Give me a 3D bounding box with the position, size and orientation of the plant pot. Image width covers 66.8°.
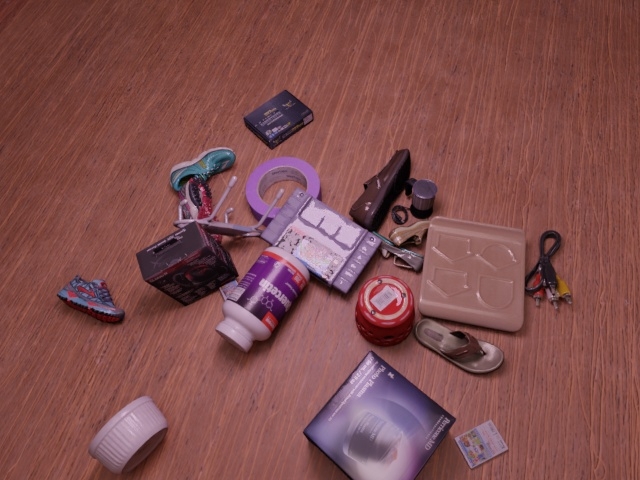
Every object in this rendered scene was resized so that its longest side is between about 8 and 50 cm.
[{"bbox_3d":[0.203,0.216,1.507,0.191,0.174,0.191,-1,63,3],"label":"plant pot"}]

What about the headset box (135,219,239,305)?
[{"bbox_3d":[-0.425,0.074,1.554,0.218,0.293,0.110,-30,62,1],"label":"headset box"}]

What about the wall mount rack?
[{"bbox_3d":[-0.298,-0.098,1.609,0.304,0.350,0.131,-11,78,39],"label":"wall mount rack"}]

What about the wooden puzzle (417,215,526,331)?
[{"bbox_3d":[0.498,0.108,1.595,0.322,0.080,0.348,10,67,9],"label":"wooden puzzle"}]

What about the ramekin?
[{"bbox_3d":[-0.530,0.555,1.368,0.109,0.207,0.207,39,71,14],"label":"ramekin"}]

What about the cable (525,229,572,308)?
[{"bbox_3d":[0.741,0.094,1.609,0.139,0.072,0.287,-5,46,22],"label":"cable"}]

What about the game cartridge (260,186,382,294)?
[{"bbox_3d":[0.000,0.000,1.639,0.355,0.068,0.230,33,73,12],"label":"game cartridge"}]

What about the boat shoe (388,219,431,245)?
[{"bbox_3d":[0.324,-0.016,1.666,0.190,0.068,0.072,-17,55,-26],"label":"boat shoe"}]

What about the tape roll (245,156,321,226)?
[{"bbox_3d":[-0.135,-0.176,1.804,0.274,0.090,0.275,-2,60,4],"label":"tape roll"}]

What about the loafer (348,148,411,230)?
[{"bbox_3d":[0.216,-0.205,1.761,0.130,0.134,0.366,21,61,26],"label":"loafer"}]

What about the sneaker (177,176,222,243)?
[{"bbox_3d":[-0.445,-0.078,1.776,0.112,0.120,0.299,-27,67,31],"label":"sneaker"}]

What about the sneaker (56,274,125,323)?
[{"bbox_3d":[-0.764,0.188,1.648,0.261,0.104,0.125,20,62,15],"label":"sneaker"}]

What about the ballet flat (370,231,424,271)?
[{"bbox_3d":[0.252,0.041,1.662,0.213,0.072,0.068,29,97,22],"label":"ballet flat"}]

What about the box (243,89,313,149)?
[{"bbox_3d":[-0.173,-0.504,2.008,0.232,0.059,0.183,-38,63,-16],"label":"box"}]

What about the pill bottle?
[{"bbox_3d":[-0.187,0.189,1.550,0.181,0.181,0.323,28,67,19],"label":"pill bottle"}]

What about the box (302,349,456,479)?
[{"bbox_3d":[0.161,0.520,1.334,0.294,0.183,0.296,36,70,21],"label":"box"}]

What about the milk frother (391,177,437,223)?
[{"bbox_3d":[0.328,-0.132,1.710,0.129,0.135,0.143,28,67,20],"label":"milk frother"}]

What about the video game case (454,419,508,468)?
[{"bbox_3d":[0.454,0.575,1.372,0.122,0.011,0.087,-23,62,-8],"label":"video game case"}]

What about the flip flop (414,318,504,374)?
[{"bbox_3d":[0.420,0.315,1.481,0.277,0.080,0.112,26,66,18],"label":"flip flop"}]

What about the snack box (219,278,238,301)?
[{"bbox_3d":[-0.318,0.153,1.672,0.064,0.022,0.178,-26,62,-9],"label":"snack box"}]

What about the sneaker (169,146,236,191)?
[{"bbox_3d":[-0.448,-0.265,1.868,0.275,0.107,0.110,-26,45,2],"label":"sneaker"}]
